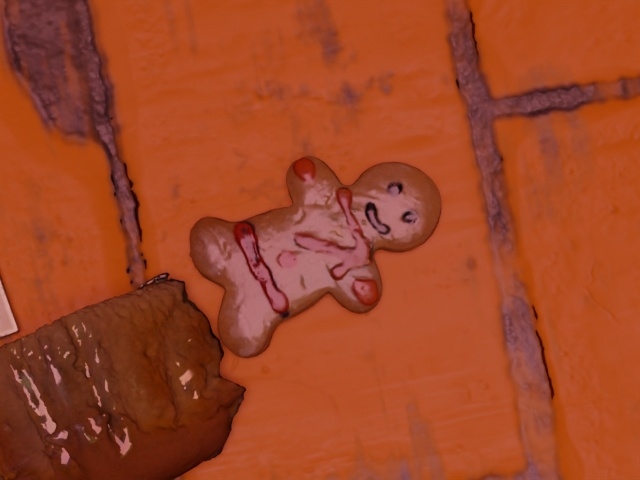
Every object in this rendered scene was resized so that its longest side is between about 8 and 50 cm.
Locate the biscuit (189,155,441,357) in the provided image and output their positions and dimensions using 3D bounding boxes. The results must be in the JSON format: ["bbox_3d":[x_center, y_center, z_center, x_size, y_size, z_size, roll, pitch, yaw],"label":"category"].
[{"bbox_3d":[0.000,0.000,1.143,0.234,0.030,0.153,-23,87,-2],"label":"biscuit"}]

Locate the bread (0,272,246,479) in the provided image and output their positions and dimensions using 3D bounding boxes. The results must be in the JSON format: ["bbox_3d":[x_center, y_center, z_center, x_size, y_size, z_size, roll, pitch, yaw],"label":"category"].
[{"bbox_3d":[-0.198,0.141,1.076,0.252,0.133,0.174,-23,83,-2],"label":"bread"}]

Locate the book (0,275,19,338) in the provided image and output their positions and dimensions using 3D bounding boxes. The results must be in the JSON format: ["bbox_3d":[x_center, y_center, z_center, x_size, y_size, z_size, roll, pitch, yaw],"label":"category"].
[{"bbox_3d":[-0.337,0.065,1.141,0.111,0.014,0.077,-20,86,-2],"label":"book"}]
